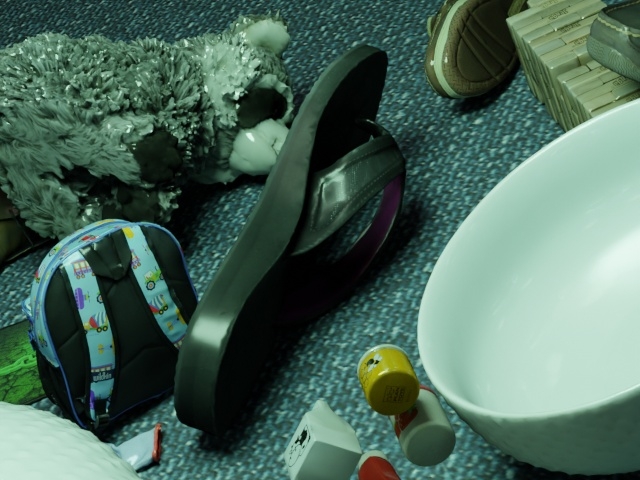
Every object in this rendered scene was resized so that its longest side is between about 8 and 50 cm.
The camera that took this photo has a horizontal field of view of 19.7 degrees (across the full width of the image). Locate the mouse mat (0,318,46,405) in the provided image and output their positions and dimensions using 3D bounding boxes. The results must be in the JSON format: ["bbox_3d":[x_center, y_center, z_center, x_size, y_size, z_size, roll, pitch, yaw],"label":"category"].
[{"bbox_3d":[-0.250,0.101,1.797,0.189,0.007,0.152,-23,30,1],"label":"mouse mat"}]

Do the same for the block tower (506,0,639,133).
[{"bbox_3d":[0.271,-0.134,1.715,0.091,0.097,0.335,-24,29,-1],"label":"block tower"}]

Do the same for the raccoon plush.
[{"bbox_3d":[-0.224,-0.191,1.878,0.216,0.446,0.299,-39,11,48],"label":"raccoon plush"}]

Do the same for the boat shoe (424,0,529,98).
[{"bbox_3d":[0.157,-0.218,1.941,0.095,0.095,0.257,-18,22,38],"label":"boat shoe"}]

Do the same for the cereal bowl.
[{"bbox_3d":[0.249,0.045,1.374,0.339,0.141,0.339,-29,30,18],"label":"cereal bowl"}]

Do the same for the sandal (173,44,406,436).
[{"bbox_3d":[-0.001,0.003,1.666,0.107,0.167,0.446,16,51,13],"label":"sandal"}]

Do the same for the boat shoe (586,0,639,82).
[{"bbox_3d":[0.380,-0.223,1.627,0.355,0.130,0.132,-16,33,-32],"label":"boat shoe"}]

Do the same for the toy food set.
[{"bbox_3d":[0.016,0.168,1.372,0.232,0.111,0.104,-64,22,21],"label":"toy food set"}]

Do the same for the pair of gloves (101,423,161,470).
[{"bbox_3d":[-0.204,0.226,1.556,0.159,0.023,0.198,-20,30,7],"label":"pair of gloves"}]

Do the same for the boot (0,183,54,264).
[{"bbox_3d":[-0.335,-0.016,1.963,0.106,0.082,0.219,-18,29,15],"label":"boot"}]

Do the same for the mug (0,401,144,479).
[{"bbox_3d":[-0.236,0.215,1.257,0.276,0.374,0.328,-24,23,-9],"label":"mug"}]

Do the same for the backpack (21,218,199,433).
[{"bbox_3d":[-0.189,0.059,1.639,0.158,0.173,0.117,-28,33,-20],"label":"backpack"}]
